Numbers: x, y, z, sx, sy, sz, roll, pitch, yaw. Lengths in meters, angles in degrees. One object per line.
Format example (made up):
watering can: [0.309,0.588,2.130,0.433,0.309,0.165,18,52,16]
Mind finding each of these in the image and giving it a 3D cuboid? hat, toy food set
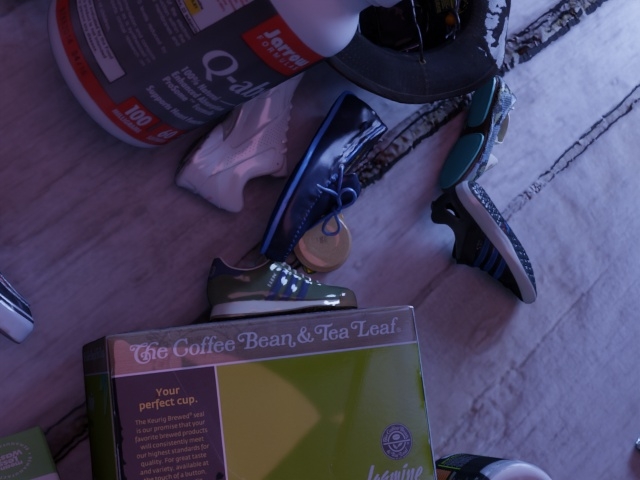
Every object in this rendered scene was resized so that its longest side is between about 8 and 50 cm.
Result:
hat: [0.084,-0.312,1.171,0.331,0.134,0.331,3,83,-28]
toy food set: [0.000,0.000,1.145,0.082,0.020,0.083,-19,88,-21]

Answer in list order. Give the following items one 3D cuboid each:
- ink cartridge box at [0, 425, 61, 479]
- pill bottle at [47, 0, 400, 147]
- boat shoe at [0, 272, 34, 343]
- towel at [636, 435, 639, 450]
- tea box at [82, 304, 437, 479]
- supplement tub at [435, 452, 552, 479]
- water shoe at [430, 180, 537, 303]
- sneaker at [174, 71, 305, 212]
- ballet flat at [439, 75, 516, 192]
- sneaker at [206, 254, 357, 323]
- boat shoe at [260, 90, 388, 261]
ink cartridge box: [-0.300,0.355,0.810,0.207,0.353,0.119,-16,131,-22]
pill bottle: [-0.090,-0.260,0.959,0.210,0.363,0.210,47,29,-37]
boat shoe: [-0.399,-0.023,0.964,0.301,0.108,0.102,46,71,0]
towel: [0.525,0.303,1.288,0.113,0.023,0.152,-45,100,-18]
tea box: [-0.068,0.246,0.972,0.329,0.220,0.323,-3,83,-21]
supplement tub: [0.189,0.314,1.070,0.117,0.190,0.117,3,81,-19]
water shoe: [0.218,0.009,1.205,0.203,0.080,0.073,54,24,-21]
sneaker: [-0.074,-0.132,1.114,0.115,0.090,0.232,39,79,-17]
ballet flat: [0.222,-0.135,1.228,0.070,0.070,0.188,28,76,-14]
sneaker: [-0.047,0.051,1.095,0.192,0.064,0.086,-2,72,-26]
boat shoe: [0.014,-0.077,1.103,0.089,0.109,0.258,31,66,-6]
